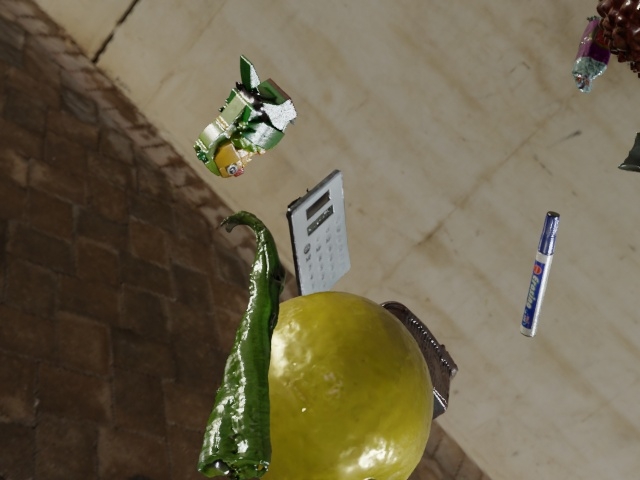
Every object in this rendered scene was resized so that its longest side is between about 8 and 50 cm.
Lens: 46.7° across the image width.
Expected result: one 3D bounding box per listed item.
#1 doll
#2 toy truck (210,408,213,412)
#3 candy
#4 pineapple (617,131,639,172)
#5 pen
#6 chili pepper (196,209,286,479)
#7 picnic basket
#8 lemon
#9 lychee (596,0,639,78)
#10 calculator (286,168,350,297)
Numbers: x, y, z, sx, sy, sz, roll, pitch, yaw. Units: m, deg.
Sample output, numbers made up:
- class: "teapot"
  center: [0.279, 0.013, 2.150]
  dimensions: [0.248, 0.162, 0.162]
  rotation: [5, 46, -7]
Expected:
- class: "doll"
  center: [-0.125, -0.186, 1.194]
  dimensions: [0.134, 0.186, 0.106]
  rotation: [24, 19, -47]
- class: "toy truck"
  center: [-0.175, 0.313, 1.273]
  dimensions: [0.032, 0.083, 0.024]
  rotation: [4, 40, -13]
- class: "candy"
  center: [0.381, -0.267, 1.025]
  dimensions: [0.045, 0.043, 0.175]
  rotation: [25, 59, 1]
- class: "pineapple"
  center: [0.421, -0.005, 0.788]
  dimensions: [0.277, 0.130, 0.119]
  rotation: [63, -2, -4]
- class: "pen"
  center: [0.319, 0.052, 1.077]
  dimensions: [0.025, 0.204, 0.025]
  rotation: [2, 28, -1]
- class: "chili pepper"
  center: [-0.092, 0.118, 0.921]
  dimensions: [0.076, 0.085, 0.358]
  rotation: [70, 16, -50]
- class: "picnic basket"
  center: [0.167, 0.292, 1.621]
  dimensions: [0.296, 0.223, 0.129]
  rotation: [50, 20, -26]
- class: "lemon"
  center: [0.016, 0.249, 1.156]
  dimensions: [0.348, 0.348, 0.348]
  rotation: [36, 23, -18]
- class: "lychee"
  center: [0.486, -0.294, 0.881]
  dimensions: [0.264, 0.300, 0.264]
  rotation: [63, -6, 13]
- class: "calculator"
  center: [0.000, 0.000, 1.428]
  dimensions: [0.021, 0.261, 0.161]
  rotation: [23, 49, 30]
